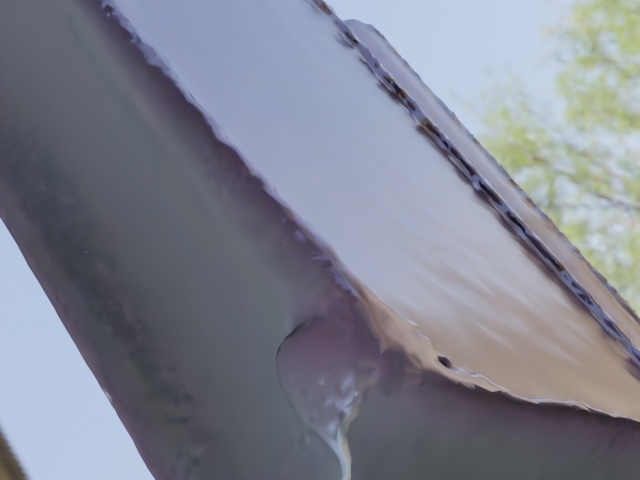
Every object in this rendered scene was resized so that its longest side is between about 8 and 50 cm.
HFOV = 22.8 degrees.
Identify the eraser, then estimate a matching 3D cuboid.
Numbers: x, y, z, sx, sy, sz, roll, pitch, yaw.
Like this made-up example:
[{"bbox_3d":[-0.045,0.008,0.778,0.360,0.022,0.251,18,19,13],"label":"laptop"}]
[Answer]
[{"bbox_3d":[0.000,0.000,0.702,0.272,0.359,0.122,19,-66,-45],"label":"eraser"}]
